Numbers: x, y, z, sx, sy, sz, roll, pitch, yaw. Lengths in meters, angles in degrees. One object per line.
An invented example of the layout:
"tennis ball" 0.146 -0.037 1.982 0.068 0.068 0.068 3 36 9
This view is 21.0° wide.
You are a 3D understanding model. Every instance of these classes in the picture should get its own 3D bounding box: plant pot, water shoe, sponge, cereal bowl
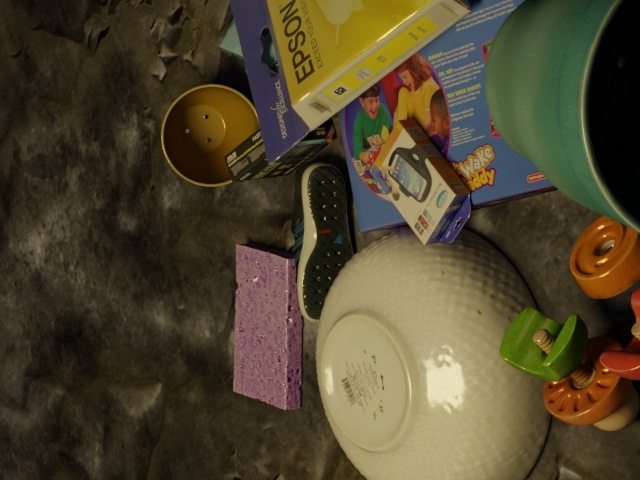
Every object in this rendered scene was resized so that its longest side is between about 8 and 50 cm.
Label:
"plant pot" 0.292 -0.144 1.634 0.255 0.271 0.271 -161 68 -63
"plant pot" -0.152 -0.145 2.294 0.095 0.134 0.134 -143 52 -74
"water shoe" 0.000 0.000 2.178 0.080 0.073 0.203 -154 66 -70
"sponge" -0.070 0.114 2.300 0.117 0.031 0.210 16 109 49
"cereal bowl" 0.105 0.155 2.005 0.339 0.141 0.339 13 107 49

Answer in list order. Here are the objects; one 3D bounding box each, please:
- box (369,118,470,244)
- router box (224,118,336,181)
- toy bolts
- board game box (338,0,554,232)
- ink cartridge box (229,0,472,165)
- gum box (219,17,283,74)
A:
"box" 0.113 -0.060 1.917 0.136 0.028 0.081 56 135 30
"router box" -0.051 -0.118 2.185 0.122 0.092 0.038 -35 69 49
"toy bolts" 0.336 0.101 1.752 0.218 0.158 0.228 -57 28 -12
"board game box" 0.158 -0.151 1.930 0.347 0.078 0.233 -13 87 52
"ink cartridge box" 0.006 -0.290 1.960 0.307 0.072 0.303 -34 50 25
"gum box" -0.036 -0.280 2.097 0.157 0.041 0.184 -61 31 1
